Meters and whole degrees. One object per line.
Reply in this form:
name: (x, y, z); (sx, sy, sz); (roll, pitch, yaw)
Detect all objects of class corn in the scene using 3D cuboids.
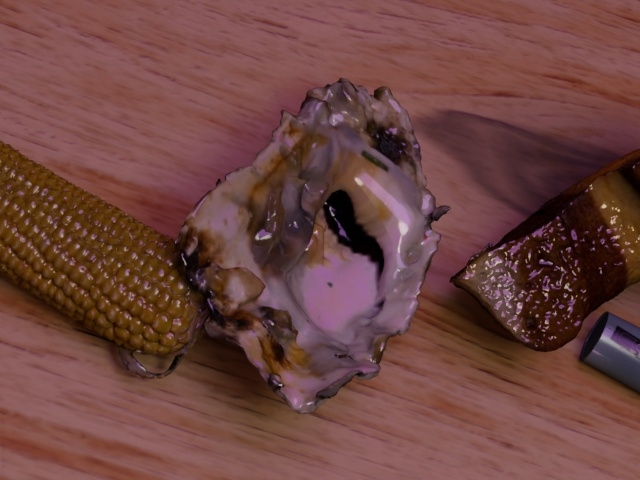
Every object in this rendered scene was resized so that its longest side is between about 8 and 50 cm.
corn: (-0.213, -0.003, 1.188); (0.293, 0.106, 0.106); (31, 56, 3)

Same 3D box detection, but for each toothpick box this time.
toothpick box: (0.277, 0.103, 1.323); (0.083, 0.052, 0.052); (28, 56, -1)

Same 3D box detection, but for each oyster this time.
oyster: (0.000, 0.003, 1.242); (0.201, 0.107, 0.354); (45, 47, -6)

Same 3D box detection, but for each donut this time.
donut: (0.236, 0.007, 1.319); (0.295, 0.151, 0.112); (-29, 87, -17)
